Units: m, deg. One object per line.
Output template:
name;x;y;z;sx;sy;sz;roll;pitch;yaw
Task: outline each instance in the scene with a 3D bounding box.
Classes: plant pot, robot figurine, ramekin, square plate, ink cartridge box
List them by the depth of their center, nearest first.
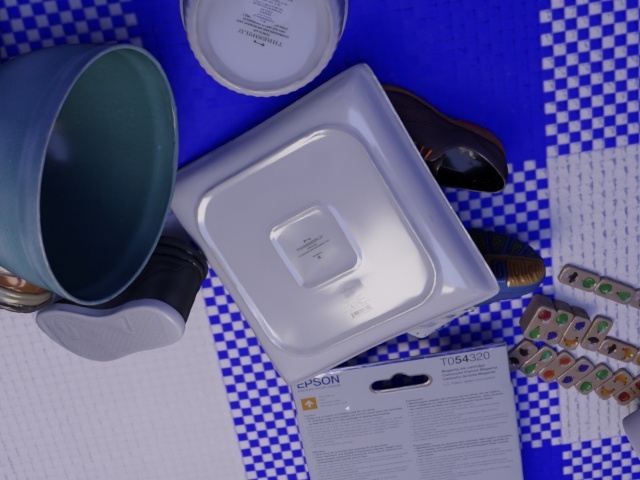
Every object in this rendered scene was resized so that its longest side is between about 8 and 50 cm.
plant pot;-0.317;-0.089;1.190;0.196;0.293;0.293;11;120;18
ramekin;-0.069;-0.271;1.250;0.207;0.109;0.207;-1;118;-1
robot figurine;-0.324;-0.135;1.338;0.115;0.067;0.101;2;117;-4
square plate;0.000;0.000;1.354;0.347;0.049;0.344;-27;101;25
ink cartridge box;0.137;0.297;1.586;0.324;0.071;0.330;-9;116;4

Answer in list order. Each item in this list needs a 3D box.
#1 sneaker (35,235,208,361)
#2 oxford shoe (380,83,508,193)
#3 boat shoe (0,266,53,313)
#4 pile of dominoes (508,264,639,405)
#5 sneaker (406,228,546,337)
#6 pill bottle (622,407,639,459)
sneaker;-0.266;0.077;1.442;0.295;0.147;0.104;-11;128;40
oxford shoe;0.120;-0.129;1.337;0.271;0.098;0.097;15;117;-10
boat shoe;-0.496;-0.015;1.378;0.324;0.122;0.120;21;111;-22
pile of dominoes;0.413;0.154;1.534;0.251;0.040;0.196;19;116;-11
sneaker;0.163;0.068;1.453;0.296;0.112;0.131;-3;127;10
pill bottle;0.633;0.234;1.488;0.363;0.210;0.210;-36;114;16
